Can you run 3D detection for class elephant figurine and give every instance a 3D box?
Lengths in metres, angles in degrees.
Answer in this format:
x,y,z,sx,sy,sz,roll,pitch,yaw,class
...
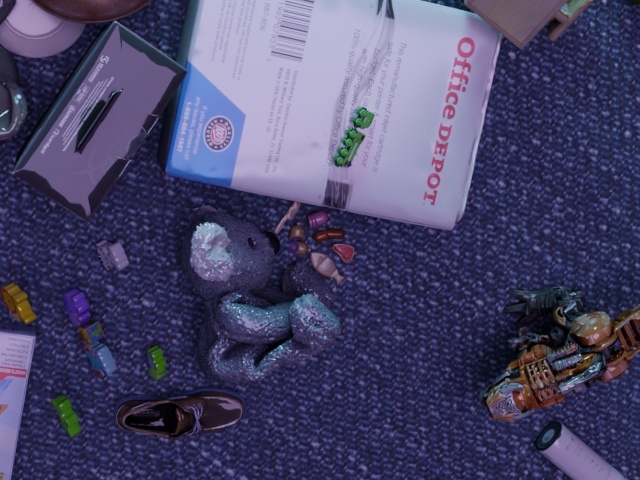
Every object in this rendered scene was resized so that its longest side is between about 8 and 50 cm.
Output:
x,y,z,sx,sy,sz,roll,pitch,yaw,class
-0.443,-0.176,1.676,0.239,0.169,0.186,-30,138,-18,elephant figurine

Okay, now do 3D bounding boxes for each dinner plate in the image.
x,y,z,sx,sy,sz,roll,pitch,yaw,class
-0.373,-0.310,1.736,0.141,0.017,0.141,-1,97,-10,dinner plate

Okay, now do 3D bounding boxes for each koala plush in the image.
x,y,z,sx,sy,sz,roll,pitch,yaw,class
-0.110,0.059,1.758,0.203,0.196,0.221,-28,106,4,koala plush

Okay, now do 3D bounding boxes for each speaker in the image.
x,y,z,sx,sy,sz,roll,pitch,yaw,class
0.384,0.328,1.959,0.136,0.055,0.055,40,89,-14,speaker

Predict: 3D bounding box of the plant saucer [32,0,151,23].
x,y,z,sx,sy,sz,roll,pitch,yaw,class
-0.277,-0.358,1.621,0.199,0.036,0.198,-10,135,-10,plant saucer

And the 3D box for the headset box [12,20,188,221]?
x,y,z,sx,sy,sz,roll,pitch,yaw,class
-0.275,-0.152,1.636,0.110,0.293,0.218,34,91,-14,headset box

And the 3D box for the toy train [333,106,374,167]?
x,y,z,sx,sy,sz,roll,pitch,yaw,class
0.043,-0.128,1.674,0.024,0.017,0.083,24,94,-24,toy train

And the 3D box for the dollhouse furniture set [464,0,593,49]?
x,y,z,sx,sy,sz,roll,pitch,yaw,class
0.280,-0.380,1.728,0.212,0.242,0.161,35,119,-13,dollhouse furniture set

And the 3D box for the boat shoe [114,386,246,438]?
x,y,z,sx,sy,sz,roll,pitch,yaw,class
-0.190,0.245,1.825,0.183,0.066,0.066,-5,99,-11,boat shoe

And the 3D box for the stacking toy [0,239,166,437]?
x,y,z,sx,sy,sz,roll,pitch,yaw,class
-0.310,0.125,1.766,0.167,0.052,0.221,-30,110,-32,stacking toy

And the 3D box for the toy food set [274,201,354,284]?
x,y,z,sx,sy,sz,roll,pitch,yaw,class
0.000,0.000,1.853,0.122,0.019,0.078,35,90,-14,toy food set

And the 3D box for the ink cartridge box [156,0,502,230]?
x,y,z,sx,sy,sz,roll,pitch,yaw,class
0.007,-0.193,1.752,0.395,0.166,0.285,11,96,-13,ink cartridge box

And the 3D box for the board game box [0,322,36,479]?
x,y,z,sx,sy,sz,roll,pitch,yaw,class
-0.560,0.250,1.751,0.319,0.066,0.318,10,95,-13,board game box

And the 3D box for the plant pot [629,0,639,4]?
x,y,z,sx,sy,sz,roll,pitch,yaw,class
0.516,-0.429,1.800,0.207,0.227,0.228,-11,101,-3,plant pot

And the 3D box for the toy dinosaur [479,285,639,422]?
x,y,z,sx,sy,sz,roll,pitch,yaw,class
0.367,0.156,1.848,0.322,0.218,0.164,-7,99,-10,toy dinosaur
